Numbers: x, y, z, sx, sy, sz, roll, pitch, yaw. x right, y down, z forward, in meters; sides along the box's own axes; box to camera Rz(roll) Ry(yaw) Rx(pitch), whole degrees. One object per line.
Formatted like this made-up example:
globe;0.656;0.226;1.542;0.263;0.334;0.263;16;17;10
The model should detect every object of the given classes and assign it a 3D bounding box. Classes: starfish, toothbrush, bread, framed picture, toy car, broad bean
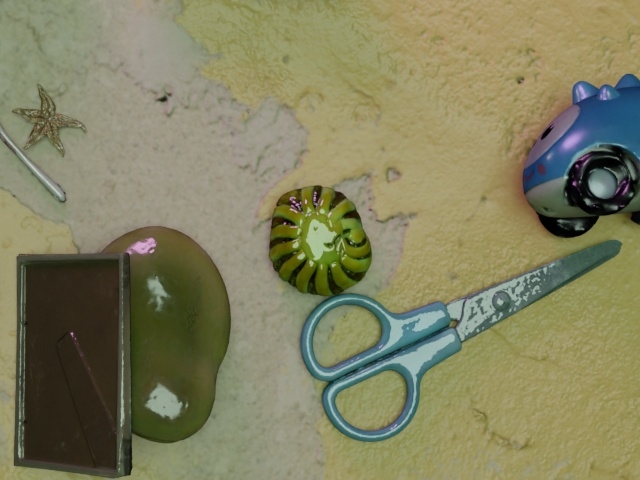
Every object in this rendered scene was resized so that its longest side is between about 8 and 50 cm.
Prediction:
starfish;-0.331;-0.148;1.667;0.092;0.016;0.086;7;82;-17
toothbrush;-0.378;-0.125;1.657;0.022;0.017;0.204;-44;95;-20
bread;0.000;0.000;1.696;0.130;0.071;0.139;-3;88;-6
framed picture;-0.294;0.142;1.594;0.023;0.189;0.260;3;85;-53
toy car;0.376;-0.114;1.712;0.255;0.188;0.190;-10;81;-8
broad bean;-0.202;0.115;1.642;0.189;0.121;0.263;0;73;-5

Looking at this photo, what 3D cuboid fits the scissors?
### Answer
scissors;0.194;0.095;1.746;0.447;0.029;0.193;-24;93;-10
